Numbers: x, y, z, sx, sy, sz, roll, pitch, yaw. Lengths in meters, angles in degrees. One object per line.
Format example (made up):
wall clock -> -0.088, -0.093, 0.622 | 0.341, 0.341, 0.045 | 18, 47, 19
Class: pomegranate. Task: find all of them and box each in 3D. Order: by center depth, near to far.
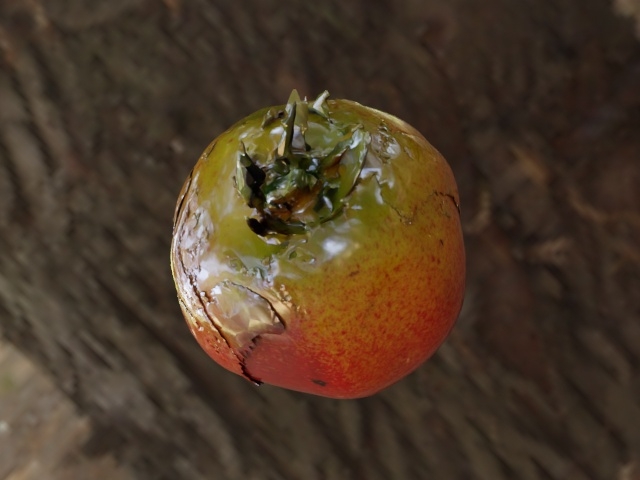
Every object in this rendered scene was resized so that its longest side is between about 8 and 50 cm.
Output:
pomegranate -> 0.000, 0.000, 1.332 | 0.210, 0.210, 0.235 | -49, -23, -18
